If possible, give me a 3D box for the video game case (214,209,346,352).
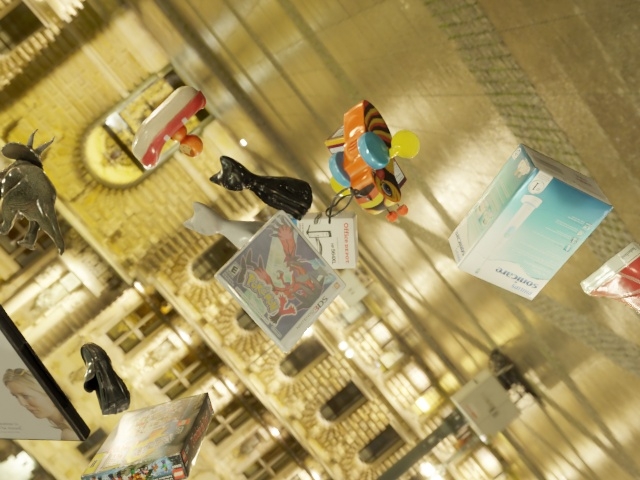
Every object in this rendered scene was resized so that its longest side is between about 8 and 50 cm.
[{"bbox_3d":[-0.070,0.076,1.305,0.201,0.183,0.023,50,155,-14],"label":"video game case"}]

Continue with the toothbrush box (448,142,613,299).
[{"bbox_3d":[0.467,-0.036,1.578,0.216,0.295,0.126,22,-150,-16],"label":"toothbrush box"}]

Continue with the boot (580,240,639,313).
[{"bbox_3d":[0.566,0.109,1.240,0.176,0.088,0.244,52,179,15],"label":"boot"}]

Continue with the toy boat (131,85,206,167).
[{"bbox_3d":[-0.359,-0.268,1.743,0.151,0.231,0.151,46,177,-21],"label":"toy boat"}]

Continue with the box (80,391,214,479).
[{"bbox_3d":[-0.276,0.333,1.150,0.233,0.159,0.044,-82,-22,-79],"label":"box"}]

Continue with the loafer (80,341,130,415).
[{"bbox_3d":[-0.522,0.322,1.633,0.223,0.078,0.076,44,134,37],"label":"loafer"}]

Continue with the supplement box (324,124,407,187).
[{"bbox_3d":[0.111,-0.190,1.670,0.104,0.081,0.188,-5,127,49],"label":"supplement box"}]

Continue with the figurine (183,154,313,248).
[{"bbox_3d":[-0.159,-0.066,1.458,0.209,0.215,0.092,21,-146,-26],"label":"figurine"}]

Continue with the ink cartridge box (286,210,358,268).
[{"bbox_3d":[0.000,0.000,1.942,0.086,0.203,0.148,-60,-33,-74],"label":"ink cartridge box"}]

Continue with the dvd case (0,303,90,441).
[{"bbox_3d":[-0.441,0.184,0.935,0.022,0.180,0.253,-69,-33,-49],"label":"dvd case"}]

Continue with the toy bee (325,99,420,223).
[{"bbox_3d":[0.090,-0.112,1.286,0.162,0.298,0.195,39,152,-28],"label":"toy bee"}]

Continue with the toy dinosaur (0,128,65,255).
[{"bbox_3d":[-0.566,-0.087,1.330,0.121,0.160,0.313,14,-155,-42],"label":"toy dinosaur"}]
